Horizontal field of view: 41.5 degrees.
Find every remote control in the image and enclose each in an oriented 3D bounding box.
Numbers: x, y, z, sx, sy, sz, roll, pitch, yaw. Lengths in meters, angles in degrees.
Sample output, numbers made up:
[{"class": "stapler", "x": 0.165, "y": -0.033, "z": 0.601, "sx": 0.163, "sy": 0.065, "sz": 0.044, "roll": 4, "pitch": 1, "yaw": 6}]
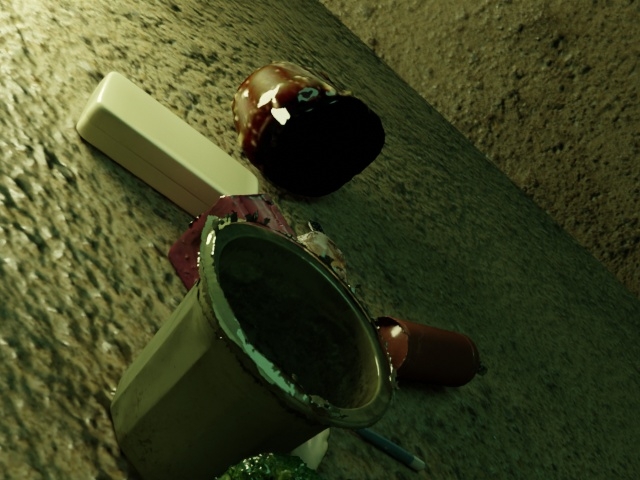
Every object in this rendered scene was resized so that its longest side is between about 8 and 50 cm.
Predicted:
[{"class": "remote control", "x": 0.000, "y": 0.000, "z": 1.625, "sx": 0.039, "sy": 0.014, "sz": 0.096, "roll": 22, "pitch": 34, "yaw": -44}]

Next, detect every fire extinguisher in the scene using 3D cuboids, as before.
[{"class": "fire extinguisher", "x": 0.198, "y": 0.204, "z": 1.565, "sx": 0.337, "sy": 0.107, "sz": 0.147, "roll": 19, "pitch": 13, "yaw": -49}]

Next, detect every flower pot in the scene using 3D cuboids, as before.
[{"class": "flower pot", "x": -0.093, "y": 0.149, "z": 0.970, "sx": 0.290, "sy": 0.259, "sz": 0.290, "roll": 36, "pitch": 27, "yaw": -22}]

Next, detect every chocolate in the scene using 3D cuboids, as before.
[{"class": "chocolate", "x": -0.044, "y": -0.236, "z": 1.668, "sx": 0.210, "sy": 0.225, "sz": 0.340, "roll": 46, "pitch": 21, "yaw": 27}]

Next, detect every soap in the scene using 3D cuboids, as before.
[{"class": "soap", "x": -0.088, "y": 0.064, "z": 1.213, "sx": 0.250, "sy": 0.162, "sz": 0.099, "roll": 55, "pitch": 26, "yaw": 16}]

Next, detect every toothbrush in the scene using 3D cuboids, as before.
[{"class": "toothbrush", "x": 0.062, "y": 0.291, "z": 1.299, "sx": 0.275, "sy": 0.019, "sz": 0.025, "roll": 35, "pitch": 20, "yaw": -26}]

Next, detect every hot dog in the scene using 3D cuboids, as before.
[{"class": "hot dog", "x": -0.013, "y": 0.082, "z": 1.418, "sx": 0.144, "sy": 0.075, "sz": 0.268, "roll": 34, "pitch": 31, "yaw": -18}]

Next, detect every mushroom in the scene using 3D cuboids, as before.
[{"class": "mushroom", "x": -0.037, "y": 0.254, "z": 1.099, "sx": 0.072, "sy": 0.094, "sz": 0.210, "roll": 45, "pitch": 25, "yaw": -21}]

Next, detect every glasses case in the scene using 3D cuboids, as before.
[{"class": "glasses case", "x": -0.238, "y": -0.135, "z": 1.368, "sx": 0.312, "sy": 0.070, "sz": 0.131, "roll": 37, "pitch": 27, "yaw": -24}]

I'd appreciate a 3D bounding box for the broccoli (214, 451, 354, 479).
[{"class": "broccoli", "x": -0.030, "y": 0.326, "z": 0.790, "sx": 0.270, "sy": 0.270, "sz": 0.270, "roll": 51, "pitch": 12, "yaw": 7}]
